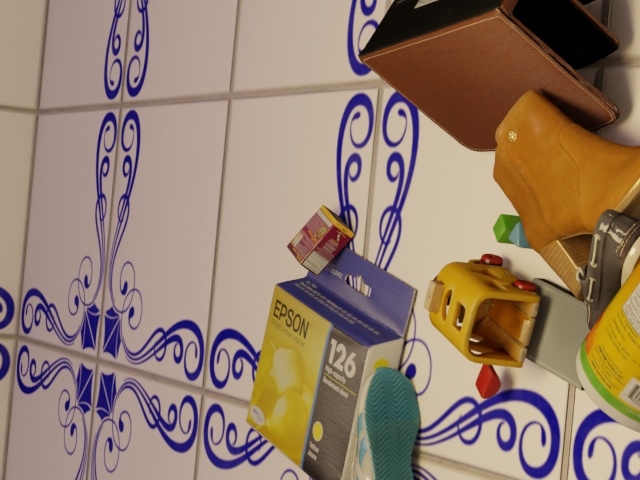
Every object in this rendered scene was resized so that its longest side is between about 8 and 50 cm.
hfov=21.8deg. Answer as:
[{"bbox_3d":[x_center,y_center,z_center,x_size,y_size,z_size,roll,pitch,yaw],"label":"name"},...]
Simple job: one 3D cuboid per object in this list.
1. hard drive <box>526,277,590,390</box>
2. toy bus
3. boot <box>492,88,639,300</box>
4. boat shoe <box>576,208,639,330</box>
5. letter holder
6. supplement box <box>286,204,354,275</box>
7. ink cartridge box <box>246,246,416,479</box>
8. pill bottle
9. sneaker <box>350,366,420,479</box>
[{"bbox_3d":[0.279,0.107,1.908,0.135,0.022,0.094,30,112,59],"label":"hard drive"},{"bbox_3d":[0.178,0.074,1.977,0.202,0.104,0.191,128,144,-54],"label":"toy bus"},{"bbox_3d":[0.286,-0.091,1.807,0.211,0.104,0.295,59,145,25],"label":"boot"},{"bbox_3d":[0.307,0.034,1.754,0.065,0.075,0.206,37,155,18],"label":"boat shoe"},{"bbox_3d":[0.229,-0.231,1.956,0.152,0.214,0.302,-58,22,-20],"label":"letter holder"},{"bbox_3d":[0.000,0.000,2.388,0.083,0.043,0.055,-48,38,8],"label":"supplement box"},{"bbox_3d":[0.008,0.171,2.354,0.303,0.072,0.307,31,114,60],"label":"ink cartridge box"},{"bbox_3d":[0.366,0.066,1.633,0.245,0.136,0.136,-61,36,36],"label":"pill bottle"},{"bbox_3d":[0.077,0.281,2.187,0.092,0.087,0.228,-23,63,61],"label":"sneaker"}]
